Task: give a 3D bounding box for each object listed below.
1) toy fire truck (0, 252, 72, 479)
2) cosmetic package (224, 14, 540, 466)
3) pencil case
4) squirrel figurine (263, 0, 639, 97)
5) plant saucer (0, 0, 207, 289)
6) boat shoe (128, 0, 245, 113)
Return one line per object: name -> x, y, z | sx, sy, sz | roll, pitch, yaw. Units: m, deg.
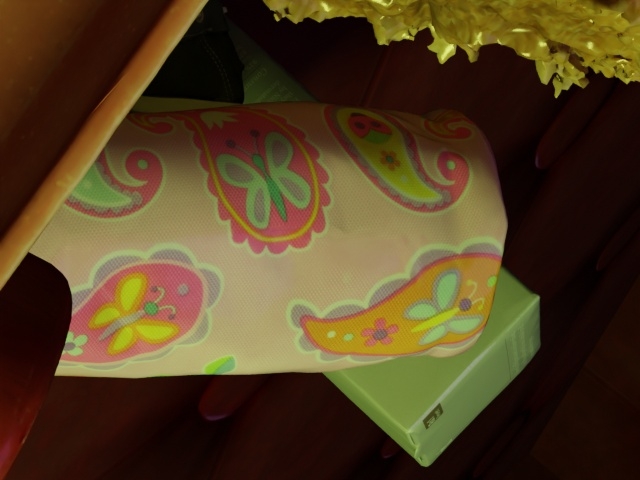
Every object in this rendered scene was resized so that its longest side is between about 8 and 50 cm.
toy fire truck -> -0.153, -0.042, 0.534 | 0.254, 0.169, 0.302 | -66, -164, -18
cosmetic package -> 0.000, 0.000, 0.929 | 0.107, 0.238, 0.127 | -48, 167, -7
pencil case -> -0.064, 0.000, 0.762 | 0.284, 0.124, 0.124 | -3, 142, -19
squirrel figurine -> 0.111, -0.149, 0.671 | 0.397, 0.370, 0.281 | -32, 156, -47
plant saucer -> -0.127, -0.112, 0.348 | 0.258, 0.259, 0.048 | -53, 176, 7
boat shoe -> -0.109, -0.091, 0.779 | 0.233, 0.084, 0.079 | 4, 85, -62
